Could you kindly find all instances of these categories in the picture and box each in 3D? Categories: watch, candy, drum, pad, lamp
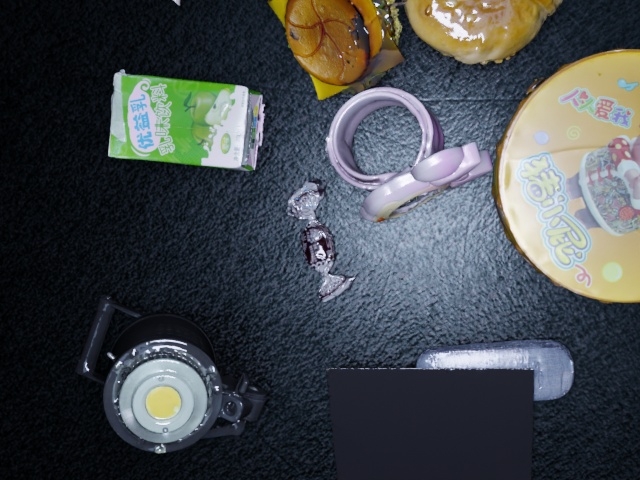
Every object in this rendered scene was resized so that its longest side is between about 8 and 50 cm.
[{"bbox_3d":[0.141,-0.170,1.607,0.248,0.211,0.217,-29,80,17],"label":"watch"},{"bbox_3d":[0.000,0.000,1.695,0.094,0.051,0.226,-14,90,5],"label":"candy"},{"bbox_3d":[0.498,-0.106,1.542,0.431,0.214,0.431,0,93,8],"label":"drum"},{"bbox_3d":[0.201,0.339,1.664,0.368,0.007,0.247,-2,111,8],"label":"pad"},{"bbox_3d":[-0.292,0.247,1.633,0.374,0.272,0.205,21,93,7],"label":"lamp"}]

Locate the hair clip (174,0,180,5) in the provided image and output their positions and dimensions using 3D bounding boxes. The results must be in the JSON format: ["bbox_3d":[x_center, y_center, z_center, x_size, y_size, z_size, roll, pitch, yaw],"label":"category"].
[{"bbox_3d":[-0.293,-0.555,1.720,0.072,0.034,0.226,-24,90,7],"label":"hair clip"}]

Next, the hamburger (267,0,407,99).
[{"bbox_3d":[0.046,-0.380,1.592,0.262,0.139,0.243,-11,112,47],"label":"hamburger"}]

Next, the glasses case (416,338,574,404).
[{"bbox_3d":[0.314,0.239,1.653,0.282,0.067,0.109,-4,100,9],"label":"glasses case"}]

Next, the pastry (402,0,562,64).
[{"bbox_3d":[0.279,-0.459,1.571,0.284,0.184,0.315,26,95,-1],"label":"pastry"}]

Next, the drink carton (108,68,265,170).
[{"bbox_3d":[-0.246,-0.220,1.690,0.271,0.108,0.161,6,93,7],"label":"drink carton"}]
